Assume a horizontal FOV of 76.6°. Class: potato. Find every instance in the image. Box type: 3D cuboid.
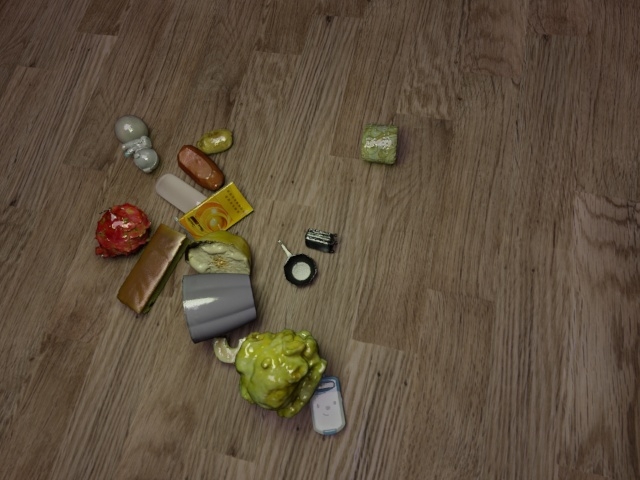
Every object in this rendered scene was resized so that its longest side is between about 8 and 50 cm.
[{"bbox_3d":[-0.475,-0.444,1.818,0.171,0.080,0.107,-12,84,2],"label":"potato"}]

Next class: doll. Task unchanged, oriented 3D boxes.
[{"bbox_3d":[-0.817,-0.430,1.827,0.151,0.151,0.287,-31,76,-3],"label":"doll"}]

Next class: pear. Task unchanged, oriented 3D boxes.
[{"bbox_3d":[-0.392,0.039,1.621,0.267,0.266,0.178,-1,41,7],"label":"pear"}]

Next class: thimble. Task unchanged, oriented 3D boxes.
[{"bbox_3d":[0.249,-0.411,1.690,0.144,0.137,0.190,4,59,10],"label":"thimble"}]

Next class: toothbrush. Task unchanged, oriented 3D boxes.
[{"bbox_3d":[-0.581,-0.048,1.746,0.014,0.011,0.167,-42,73,-12],"label":"toothbrush"}]

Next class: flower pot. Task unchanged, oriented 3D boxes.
[{"bbox_3d":[-0.369,0.230,1.514,0.243,0.265,0.264,-12,72,-8],"label":"flower pot"}]

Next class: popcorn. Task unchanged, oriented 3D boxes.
[{"bbox_3d":[-0.131,0.440,1.408,0.313,0.312,0.311,-2,73,6],"label":"popcorn"}]

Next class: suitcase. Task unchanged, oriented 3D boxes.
[{"bbox_3d":[0.000,0.000,1.622,0.126,0.086,0.059,14,61,11],"label":"suitcase"}]

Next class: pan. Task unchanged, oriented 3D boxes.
[{"bbox_3d":[-0.088,0.084,1.625,0.129,0.048,0.201,-13,74,2],"label":"pan"}]

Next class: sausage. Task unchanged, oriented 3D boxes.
[{"bbox_3d":[-0.520,-0.314,1.758,0.258,0.133,0.133,40,82,13],"label":"sausage"}]

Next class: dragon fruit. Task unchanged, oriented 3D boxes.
[{"bbox_3d":[-0.826,-0.028,1.681,0.205,0.210,0.268,44,102,0],"label":"dragon fruit"}]

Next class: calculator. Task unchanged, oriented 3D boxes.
[{"bbox_3d":[0.020,0.589,1.465,0.121,0.039,0.210,-9,72,3],"label":"calculator"}]

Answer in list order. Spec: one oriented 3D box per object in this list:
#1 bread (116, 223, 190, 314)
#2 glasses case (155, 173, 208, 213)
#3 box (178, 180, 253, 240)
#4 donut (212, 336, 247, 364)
[{"bbox_3d":[-0.689,0.117,1.675,0.138,0.077,0.361,25,78,12],"label":"bread"},{"bbox_3d":[-0.587,-0.186,1.754,0.297,0.075,0.113,34,82,16],"label":"glasses case"},{"bbox_3d":[-0.432,-0.109,1.687,0.269,0.043,0.152,-36,114,-5],"label":"box"},{"bbox_3d":[-0.331,0.419,1.546,0.166,0.065,0.108,1,74,6],"label":"donut"}]
